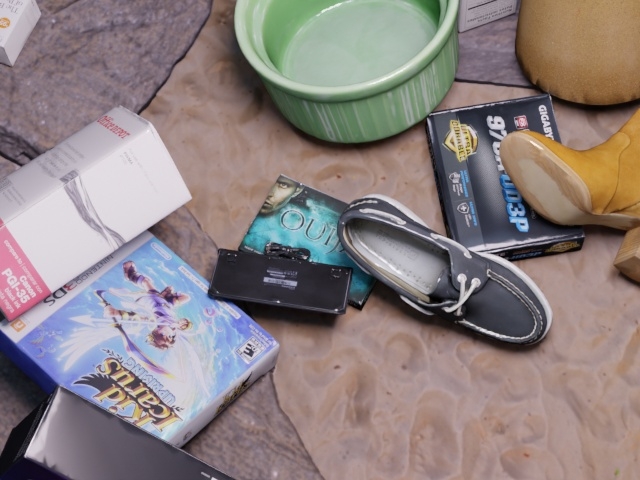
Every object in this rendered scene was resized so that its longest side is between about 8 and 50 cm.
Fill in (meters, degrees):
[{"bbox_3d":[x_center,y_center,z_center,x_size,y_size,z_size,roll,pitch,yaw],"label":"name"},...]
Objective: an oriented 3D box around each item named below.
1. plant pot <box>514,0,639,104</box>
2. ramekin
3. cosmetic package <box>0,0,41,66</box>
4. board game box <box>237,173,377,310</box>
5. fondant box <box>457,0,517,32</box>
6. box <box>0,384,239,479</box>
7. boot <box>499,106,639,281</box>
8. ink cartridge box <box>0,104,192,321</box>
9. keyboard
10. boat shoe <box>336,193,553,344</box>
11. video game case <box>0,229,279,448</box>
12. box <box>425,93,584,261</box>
[{"bbox_3d":[0.374,-0.351,1.903,0.237,0.254,0.237,-4,51,6],"label":"plant pot"},{"bbox_3d":[0.046,-0.278,1.954,0.303,0.148,0.303,-6,57,10],"label":"ramekin"},{"bbox_3d":[-0.538,-0.339,2.090,0.239,0.060,0.099,18,70,11],"label":"cosmetic package"},{"bbox_3d":[0.000,0.000,1.929,0.186,0.026,0.126,24,71,13],"label":"board game box"},{"bbox_3d":[0.189,-0.475,1.955,0.096,0.330,0.238,-20,67,-7],"label":"fondant box"},{"bbox_3d":[-0.238,0.293,1.673,0.261,0.184,0.103,30,58,-13],"label":"box"},{"bbox_3d":[0.375,-0.105,1.864,0.295,0.104,0.211,39,62,-17],"label":"boot"},{"bbox_3d":[-0.329,-0.042,1.862,0.283,0.207,0.117,-34,112,-11],"label":"ink cartridge box"},{"bbox_3d":[-0.050,0.047,1.876,0.180,0.023,0.108,9,49,3],"label":"keyboard"},{"bbox_3d":[0.153,0.049,1.832,0.302,0.091,0.114,28,110,10],"label":"boat shoe"},{"bbox_3d":[-0.232,0.133,1.833,0.269,0.061,0.244,39,58,18],"label":"video game case"},{"bbox_3d":[0.245,-0.079,1.933,0.175,0.051,0.220,-9,66,-1],"label":"box"}]
